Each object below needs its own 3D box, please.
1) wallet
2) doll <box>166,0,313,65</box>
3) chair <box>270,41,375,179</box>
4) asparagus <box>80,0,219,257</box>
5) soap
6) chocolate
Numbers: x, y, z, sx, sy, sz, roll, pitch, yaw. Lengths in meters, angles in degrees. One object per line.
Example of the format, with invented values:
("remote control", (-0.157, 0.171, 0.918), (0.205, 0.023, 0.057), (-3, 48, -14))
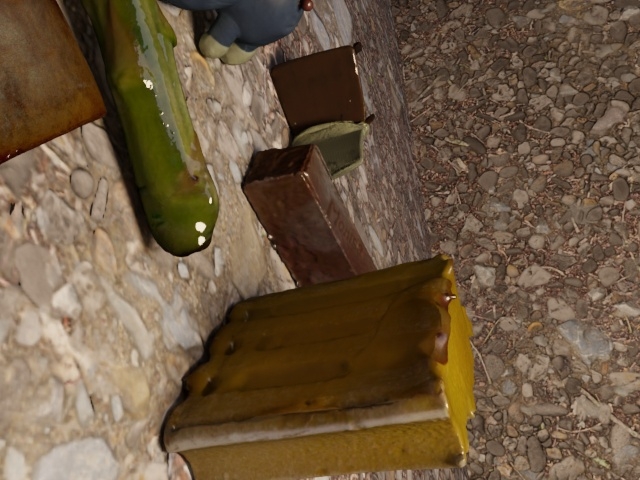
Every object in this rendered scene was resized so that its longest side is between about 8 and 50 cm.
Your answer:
("wallet", (-0.250, -0.123, 0.435), (0.255, 0.031, 0.137), (-67, 137, -63))
("doll", (-0.120, -0.359, 0.773), (0.258, 0.154, 0.228), (24, 94, -50))
("chair", (0.003, -0.237, 1.068), (0.319, 0.160, 0.186), (-64, 143, -63))
("asparagus", (-0.172, -0.153, 0.587), (0.085, 0.081, 0.344), (-53, 130, -73))
("soap", (0.015, 0.136, 0.634), (0.259, 0.280, 0.143), (-60, 136, -62))
("chocolate", (0.000, 0.000, 0.955), (0.112, 0.111, 0.321), (-77, 148, -49))
